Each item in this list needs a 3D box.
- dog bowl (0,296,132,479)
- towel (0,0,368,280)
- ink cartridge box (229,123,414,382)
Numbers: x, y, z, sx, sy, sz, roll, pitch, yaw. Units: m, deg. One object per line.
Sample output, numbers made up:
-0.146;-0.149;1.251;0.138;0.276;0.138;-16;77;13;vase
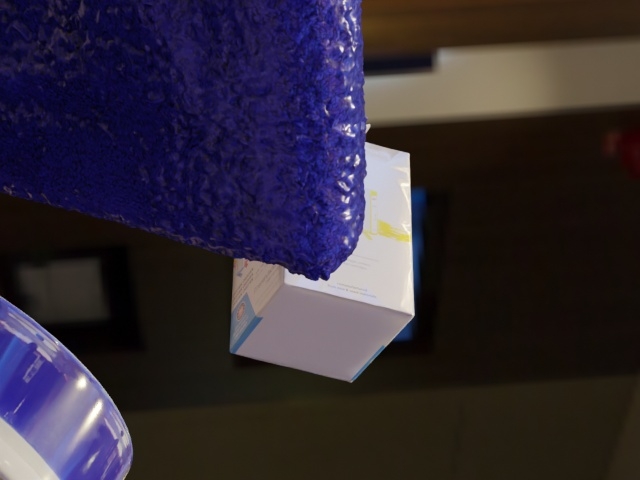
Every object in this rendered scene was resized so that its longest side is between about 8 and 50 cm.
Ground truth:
-0.273;0.134;1.423;0.104;0.265;0.265;-56;160;-31;dog bowl
-0.087;-0.144;0.779;0.076;0.228;0.308;-29;125;-42;towel
0.000;0.000;1.239;0.092;0.090;0.143;128;-31;-49;ink cartridge box
